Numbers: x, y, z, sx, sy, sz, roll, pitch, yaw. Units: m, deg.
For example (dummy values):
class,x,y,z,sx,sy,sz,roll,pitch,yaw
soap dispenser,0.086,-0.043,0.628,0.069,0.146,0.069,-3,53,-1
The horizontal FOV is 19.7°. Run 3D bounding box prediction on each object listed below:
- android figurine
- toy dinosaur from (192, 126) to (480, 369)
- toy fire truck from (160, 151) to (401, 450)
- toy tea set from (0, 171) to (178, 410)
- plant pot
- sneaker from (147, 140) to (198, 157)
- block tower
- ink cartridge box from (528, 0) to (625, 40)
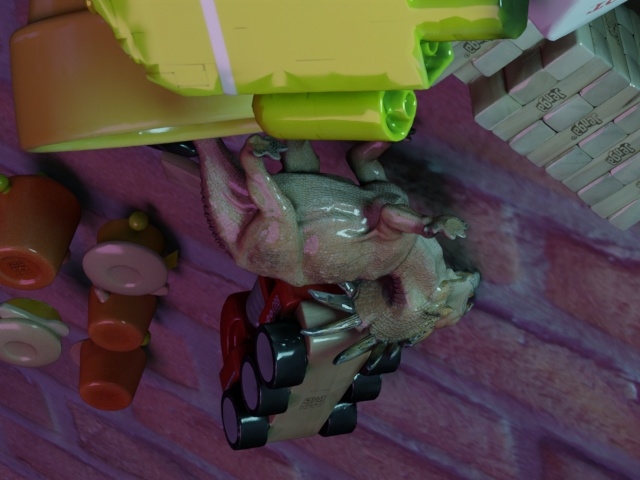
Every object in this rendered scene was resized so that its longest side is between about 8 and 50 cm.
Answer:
class,x,y,z,sx,sy,sz,roll,pitch,yaw
android figurine,-0.025,-0.164,1.000,0.272,0.056,0.248,0,120,29
toy dinosaur,0.000,0.000,1.472,0.295,0.127,0.200,20,129,-5
toy fire truck,-0.053,0.044,1.668,0.217,0.158,0.246,118,142,-58
toy tea set,-0.255,0.044,1.937,0.200,0.124,0.336,10,143,-4
plant pot,-0.093,-0.191,1.263,0.254,0.254,0.239,-4,93,51
sneaker,-0.120,-0.161,1.500,0.135,0.097,0.276,34,151,13
block tower,0.110,-0.137,1.143,0.097,0.091,0.335,-34,129,30
ink cartridge box,0.172,-0.250,0.945,0.168,0.171,0.233,55,152,9
